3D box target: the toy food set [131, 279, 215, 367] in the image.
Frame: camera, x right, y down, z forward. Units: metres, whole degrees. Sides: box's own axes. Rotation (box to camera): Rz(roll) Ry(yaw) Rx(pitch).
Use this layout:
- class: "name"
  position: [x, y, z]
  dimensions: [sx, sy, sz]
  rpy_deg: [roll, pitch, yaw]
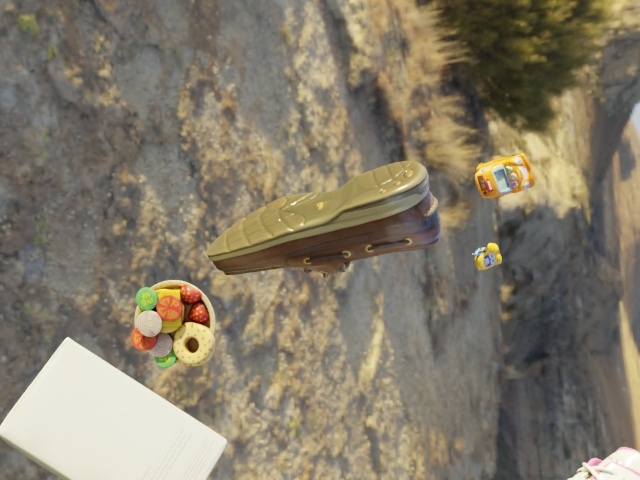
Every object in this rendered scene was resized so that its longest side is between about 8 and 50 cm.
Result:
- class: "toy food set"
  position: [-0.140, 0.079, 0.744]
  dimensions: [0.020, 0.083, 0.083]
  rpy_deg: [-25, 113, -79]

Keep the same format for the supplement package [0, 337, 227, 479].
- class: "supplement package"
  position: [-0.197, 0.190, 0.744]
  dimensions: [0.105, 0.179, 0.105]
  rpy_deg: [-58, -174, -24]

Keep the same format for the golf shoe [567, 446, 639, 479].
- class: "golf shoe"
  position: [0.274, 0.288, 0.818]
  dimensions: [0.115, 0.306, 0.140]
  rpy_deg: [157, -67, -73]

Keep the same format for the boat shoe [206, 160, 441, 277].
- class: "boat shoe"
  position: [0.000, 0.000, 0.556]
  dimensions: [0.060, 0.178, 0.064]
  rpy_deg: [63, 26, -23]

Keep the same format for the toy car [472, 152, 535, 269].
- class: "toy car"
  position: [0.169, -0.021, 0.734]
  dimensions: [0.040, 0.060, 0.122]
  rpy_deg: [-26, 117, -37]
